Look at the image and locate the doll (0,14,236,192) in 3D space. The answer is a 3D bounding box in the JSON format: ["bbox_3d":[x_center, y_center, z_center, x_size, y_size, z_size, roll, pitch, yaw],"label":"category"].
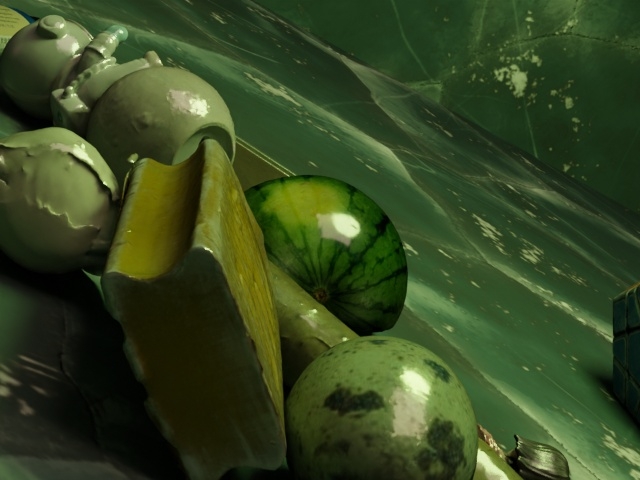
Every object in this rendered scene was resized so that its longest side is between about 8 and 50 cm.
[{"bbox_3d":[-0.214,-0.134,1.459,0.287,0.151,0.151,32,12,31],"label":"doll"}]

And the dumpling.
[{"bbox_3d":[-0.215,-0.031,1.158,0.188,0.108,0.127,38,-8,-20],"label":"dumpling"}]

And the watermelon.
[{"bbox_3d":[0.001,0.002,1.453,0.204,0.127,0.232,29,9,2],"label":"watermelon"}]

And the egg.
[{"bbox_3d":[0.041,0.142,1.029,0.141,0.141,0.182,30,10,-8],"label":"egg"}]

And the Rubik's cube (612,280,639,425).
[{"bbox_3d":[0.505,0.133,1.774,0.264,0.319,0.319,-3,24,-12],"label":"Rubik's cube"}]

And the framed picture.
[{"bbox_3d":[-0.119,-0.092,1.728,0.211,0.020,0.289,32,14,2],"label":"framed picture"}]

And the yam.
[{"bbox_3d":[0.032,0.124,1.201,0.371,0.083,0.083,41,17,28],"label":"yam"}]

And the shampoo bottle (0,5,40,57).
[{"bbox_3d":[-0.361,-0.231,1.621,0.087,0.050,0.183,32,14,14],"label":"shampoo bottle"}]

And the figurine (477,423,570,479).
[{"bbox_3d":[0.164,0.198,1.278,0.129,0.054,0.072,24,32,-23],"label":"figurine"}]

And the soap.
[{"bbox_3d":[-0.086,0.041,1.056,0.274,0.089,0.173,-98,171,-71],"label":"soap"}]
